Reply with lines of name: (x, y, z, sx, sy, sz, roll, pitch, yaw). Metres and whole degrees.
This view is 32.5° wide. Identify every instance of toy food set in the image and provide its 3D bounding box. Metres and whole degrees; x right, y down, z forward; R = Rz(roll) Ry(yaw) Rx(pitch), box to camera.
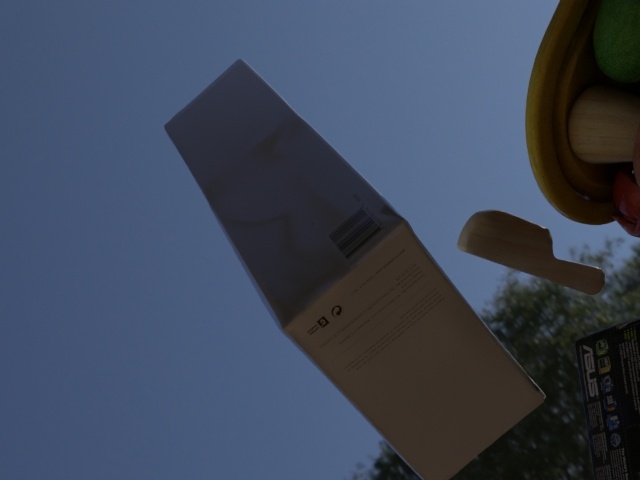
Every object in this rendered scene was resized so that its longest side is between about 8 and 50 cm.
toy food set: (0.164, -0.068, 0.512, 0.128, 0.071, 0.217, 27, -95, -43)

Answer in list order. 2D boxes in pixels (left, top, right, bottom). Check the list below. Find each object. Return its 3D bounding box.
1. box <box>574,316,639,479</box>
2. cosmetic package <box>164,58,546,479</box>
box: (0.254, 0.132, 0.711, 0.045, 0.190, 0.184, 11, -26, -33)
cosmetic package: (0.000, 0.000, 0.483, 0.060, 0.239, 0.099, -42, -62, 2)
